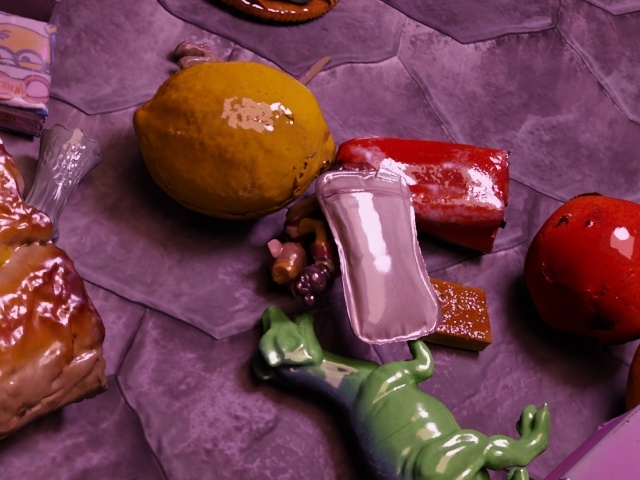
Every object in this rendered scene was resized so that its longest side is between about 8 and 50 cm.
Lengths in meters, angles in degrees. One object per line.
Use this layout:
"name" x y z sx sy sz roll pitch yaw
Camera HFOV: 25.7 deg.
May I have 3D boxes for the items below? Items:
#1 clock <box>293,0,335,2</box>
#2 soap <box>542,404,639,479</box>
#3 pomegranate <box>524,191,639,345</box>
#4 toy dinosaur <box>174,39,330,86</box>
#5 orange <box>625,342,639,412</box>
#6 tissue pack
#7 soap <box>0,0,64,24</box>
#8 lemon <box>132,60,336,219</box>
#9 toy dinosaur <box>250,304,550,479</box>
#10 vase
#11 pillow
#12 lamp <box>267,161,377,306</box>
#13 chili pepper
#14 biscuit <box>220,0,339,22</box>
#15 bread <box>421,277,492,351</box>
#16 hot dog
"clock" -0.032 -0.390 2.055 0.135 0.041 0.101 11 52 -25
"soap" 0.348 0.315 1.604 0.181 0.081 0.259 55 34 7
"pomegranate" 0.384 0.042 1.902 0.235 0.210 0.210 37 25 -62
"toy dinosaur" -0.068 -0.209 1.928 0.251 0.072 0.200 -4 47 -20
"orange" 0.514 0.214 1.797 0.284 0.226 0.284 26 54 -43
"tissue pack" -0.392 -0.213 1.750 0.115 0.065 0.155 12 50 -19
"soap" -0.445 -0.439 1.868 0.296 0.107 0.285 26 47 -9
"lemon" -0.106 -0.127 1.749 0.260 0.204 0.204 8 52 -11
"toy dinosaur" 0.095 0.293 1.584 0.374 0.144 0.500 15 45 -13
"vase" -0.320 -0.059 1.667 0.081 0.081 0.149 25 50 -10
"pillow" 0.072 0.015 1.710 0.130 0.038 0.233 -3 67 -26
"lamp" 0.000 0.000 1.778 0.118 0.118 0.253 35 50 -1
"chili pepper" 0.140 -0.071 1.924 0.252 0.136 0.144 9 96 -11
"biscuit" -0.095 -0.444 2.114 0.305 0.038 0.305 16 51 -20
"bread" 0.175 0.097 1.847 0.094 0.035 0.090 12 50 -20
"hot dog" -0.439 0.076 1.391 0.365 0.196 0.367 -32 93 -52
